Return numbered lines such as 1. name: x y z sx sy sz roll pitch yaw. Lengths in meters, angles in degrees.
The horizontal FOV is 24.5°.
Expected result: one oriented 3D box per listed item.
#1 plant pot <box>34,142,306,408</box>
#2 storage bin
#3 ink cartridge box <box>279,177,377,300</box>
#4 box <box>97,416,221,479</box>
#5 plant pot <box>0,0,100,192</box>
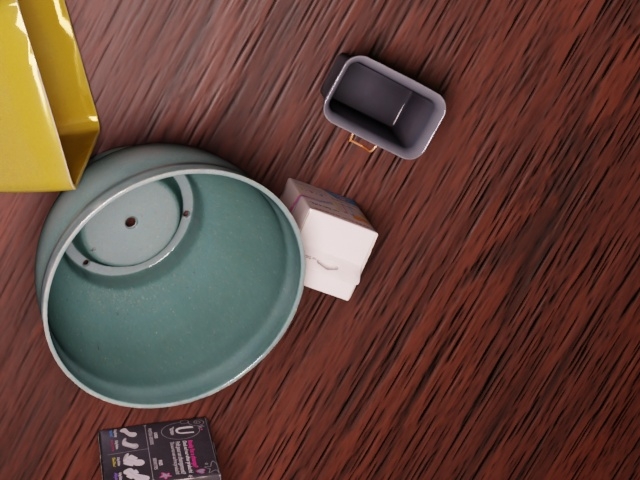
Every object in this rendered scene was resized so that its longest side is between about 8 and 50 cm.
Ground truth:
1. plant pot: -0.189 0.011 1.636 0.293 0.196 0.293 -13 123 -21
2. storage bin: 0.062 -0.158 1.710 0.135 0.091 0.098 25 102 -19
3. ink cartridge box: 0.000 0.000 1.722 0.092 0.143 0.090 19 104 -19
4. box: -0.184 0.364 1.794 0.142 0.163 0.247 -8 111 -9
5. plant pot: -0.362 -0.164 1.558 0.187 0.212 0.212 -12 112 5
